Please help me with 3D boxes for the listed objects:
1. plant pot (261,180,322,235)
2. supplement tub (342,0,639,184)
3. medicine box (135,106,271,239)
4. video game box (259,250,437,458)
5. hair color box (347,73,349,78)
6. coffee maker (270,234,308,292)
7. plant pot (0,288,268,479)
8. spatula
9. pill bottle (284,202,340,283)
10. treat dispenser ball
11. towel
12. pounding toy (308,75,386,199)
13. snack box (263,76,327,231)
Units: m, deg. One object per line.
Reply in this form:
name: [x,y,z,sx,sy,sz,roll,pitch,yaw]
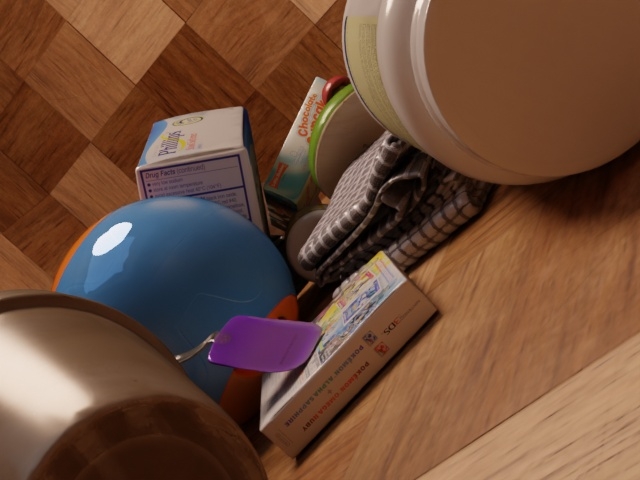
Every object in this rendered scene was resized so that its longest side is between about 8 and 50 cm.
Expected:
plant pot: [-0.113,-0.032,2.111,0.230,0.215,0.215,-34,4,-12]
supplement tub: [0.152,-0.176,0.904,0.235,0.235,0.325,-46,13,4]
medicine box: [-0.149,-0.015,1.464,0.149,0.289,0.263,-9,19,-1]
video game box: [0.020,0.101,1.003,0.187,0.048,0.205,-48,7,4]
hair color box: [0.136,-0.304,1.677,0.185,0.113,0.374,-51,-23,-32]
coffee maker: [-0.089,0.063,1.745,0.171,0.120,0.178,-12,-7,-23]
plant pot: [-0.184,0.196,0.787,0.323,0.323,0.280,-50,23,-26]
spatula: [-0.146,0.112,1.011,0.296,0.030,0.084,-10,26,23]
pill bottle: [0.000,0.000,1.495,0.103,0.103,0.184,-47,6,3]
treat dispenser ball: [-0.167,0.092,1.197,0.288,0.288,0.288,-46,6,7]
towel: [0.102,-0.076,1.216,0.235,0.121,0.284,-42,8,41]
pounding toy: [0.049,-0.138,1.430,0.183,0.237,0.110,-49,49,-4]
snack box: [-0.022,-0.121,1.652,0.322,0.060,0.187,95,-160,-81]
